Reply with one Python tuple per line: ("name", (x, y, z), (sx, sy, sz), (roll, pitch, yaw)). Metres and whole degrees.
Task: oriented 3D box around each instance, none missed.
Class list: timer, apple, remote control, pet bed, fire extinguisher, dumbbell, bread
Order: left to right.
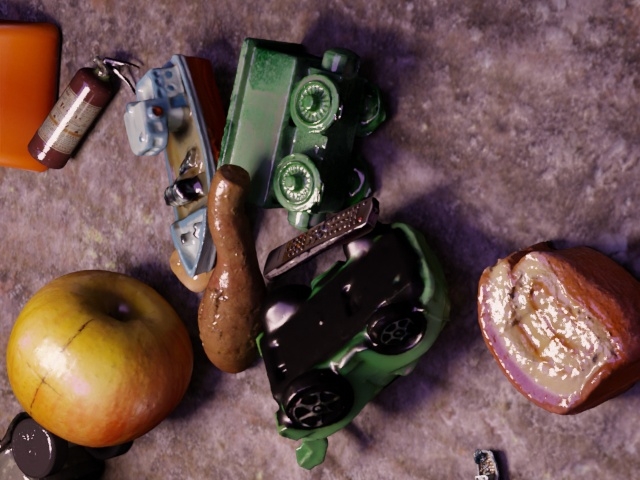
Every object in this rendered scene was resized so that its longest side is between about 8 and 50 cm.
("timer", (-0.572, -0.256, 2.181), (0.250, 0.161, 0.257), (8, 98, 18))
("pet bed", (-0.508, 0.409, 2.134), (0.159, 0.183, 0.211), (45, 115, 21))
("dumbbell", (-0.402, 0.321, 2.051), (0.100, 0.191, 0.100), (3, 95, 34))
("fire extinguisher", (-0.385, -0.215, 2.079), (0.099, 0.071, 0.231), (40, 109, -2))
("apple", (-0.345, 0.186, 1.958), (0.286, 0.286, 0.233), (44, 123, 23))
("remote control", (0.000, 0.000, 1.750), (0.212, 0.059, 0.028), (-27, 121, 37))
("bread", (0.309, 0.102, 1.606), (0.244, 0.123, 0.190), (47, 118, 23))

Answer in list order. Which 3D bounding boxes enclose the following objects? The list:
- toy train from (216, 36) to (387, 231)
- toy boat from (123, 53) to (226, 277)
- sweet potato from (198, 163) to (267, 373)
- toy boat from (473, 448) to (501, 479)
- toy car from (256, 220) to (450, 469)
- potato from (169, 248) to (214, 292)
("toy train", (-0.026, -0.152, 1.798), (0.202, 0.145, 0.265), (22, 105, 33))
("toy boat", (-0.210, -0.108, 1.905), (0.145, 0.133, 0.331), (-24, 78, 59))
("sweet potato", (-0.128, 0.066, 1.832), (0.109, 0.109, 0.385), (32, 139, 28))
("toy boat", (0.228, 0.326, 1.726), (0.038, 0.038, 0.083), (-11, 86, 34))
("toy car", (0.039, 0.143, 1.757), (0.359, 0.176, 0.213), (-42, 38, 19))
("potato", (-0.198, 0.042, 1.975), (0.083, 0.062, 0.068), (28, 79, 6))
